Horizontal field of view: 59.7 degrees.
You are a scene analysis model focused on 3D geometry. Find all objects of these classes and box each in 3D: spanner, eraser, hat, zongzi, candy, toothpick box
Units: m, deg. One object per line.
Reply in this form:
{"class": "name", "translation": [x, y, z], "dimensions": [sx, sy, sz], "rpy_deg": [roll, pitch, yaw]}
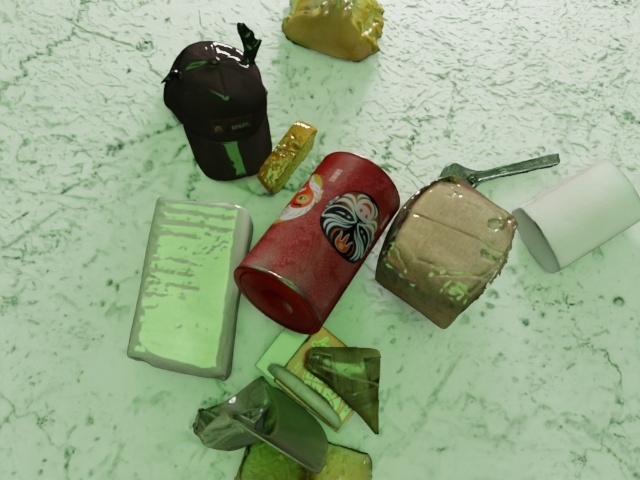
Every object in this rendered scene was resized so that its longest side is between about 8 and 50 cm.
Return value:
{"class": "spanner", "translation": [0.438, -0.170, 1.358], "dimensions": [0.325, 0.026, 0.093], "rpy_deg": [-13, 79, -11]}
{"class": "eraser", "translation": [-0.005, 0.279, 1.201], "dimensions": [0.230, 0.038, 0.157], "rpy_deg": [39, 77, 2]}
{"class": "hat", "translation": [-0.119, 0.385, 1.087], "dimensions": [0.149, 0.214, 0.244], "rpy_deg": [-43, 84, 12]}
{"class": "zongzi", "translation": [0.045, 0.307, 1.149], "dimensions": [0.160, 0.078, 0.176], "rpy_deg": [3, 87, -1]}
{"class": "candy", "translation": [-0.263, 0.097, 1.155], "dimensions": [0.208, 0.145, 0.358], "rpy_deg": [9, 76, -5]}
{"class": "eraser", "translation": [0.610, -0.061, 1.318], "dimensions": [0.270, 0.095, 0.174], "rpy_deg": [-29, 83, -11]}
{"class": "toothpick box", "translation": [0.000, 0.000, 1.139], "dimensions": [0.204, 0.204, 0.333], "rpy_deg": [36, 62, 2]}
{"class": "hat", "translation": [-0.215, -0.310, 1.217], "dimensions": [0.238, 0.209, 0.336], "rpy_deg": [-19, 82, -13]}

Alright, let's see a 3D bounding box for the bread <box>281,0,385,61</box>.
{"class": "bread", "translation": [0.041, -0.550, 1.335], "dimensions": [0.252, 0.133, 0.174], "rpy_deg": [16, 75, -3]}

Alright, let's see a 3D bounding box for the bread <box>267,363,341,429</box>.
{"class": "bread", "translation": [-0.023, 0.309, 1.116], "dimensions": [0.193, 0.112, 0.036], "rpy_deg": [40, 75, 2]}

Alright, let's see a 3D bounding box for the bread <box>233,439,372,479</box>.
{"class": "bread", "translation": [-0.033, 0.474, 1.119], "dimensions": [0.266, 0.141, 0.178], "rpy_deg": [18, 35, 0]}

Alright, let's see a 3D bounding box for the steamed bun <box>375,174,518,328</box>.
{"class": "steamed bun", "translation": [0.268, 0.032, 1.215], "dimensions": [0.251, 0.199, 0.301], "rpy_deg": [33, 67, 18]}

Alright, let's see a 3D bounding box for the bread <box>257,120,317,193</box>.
{"class": "bread", "translation": [-0.079, -0.183, 1.258], "dimensions": [0.065, 0.103, 0.187], "rpy_deg": [32, 78, 0]}
